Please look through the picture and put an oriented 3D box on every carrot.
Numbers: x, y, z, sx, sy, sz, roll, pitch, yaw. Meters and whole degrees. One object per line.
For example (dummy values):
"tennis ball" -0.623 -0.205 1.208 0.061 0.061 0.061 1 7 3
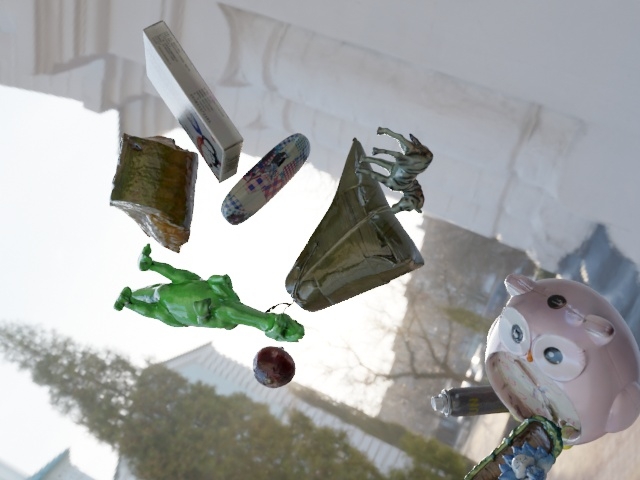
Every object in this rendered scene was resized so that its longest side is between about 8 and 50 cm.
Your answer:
"carrot" -0.470 -0.143 1.987 0.241 0.241 0.341 18 -101 -75

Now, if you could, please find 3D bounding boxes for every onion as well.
"onion" -0.130 0.352 1.969 0.131 0.131 0.131 -58 -18 -31

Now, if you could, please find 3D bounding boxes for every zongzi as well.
"zongzi" 0.000 0.000 1.839 0.447 0.418 0.181 -26 -19 14

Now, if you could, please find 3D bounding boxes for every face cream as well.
"face cream" 0.420 0.403 1.779 0.073 0.283 0.073 178 90 -81

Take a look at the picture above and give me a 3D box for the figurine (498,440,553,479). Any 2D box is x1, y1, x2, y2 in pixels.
"figurine" 0.401 0.450 1.398 0.079 0.114 0.114 41 -112 -35

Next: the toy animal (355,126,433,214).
"toy animal" 0.167 -0.161 1.623 0.255 0.170 0.090 87 -164 -63

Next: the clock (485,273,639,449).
"clock" 0.541 0.245 1.555 0.250 0.368 0.377 -37 -46 -21

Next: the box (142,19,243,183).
"box" -0.311 -0.328 1.701 0.069 0.353 0.214 -33 -8 -18

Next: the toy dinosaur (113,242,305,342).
"toy dinosaur" -0.246 0.141 1.515 0.500 0.374 0.144 148 141 -74

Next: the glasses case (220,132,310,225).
"glasses case" -0.150 -0.171 1.965 0.327 0.076 0.125 -45 -22 -12

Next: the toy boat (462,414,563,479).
"toy boat" 0.391 0.482 1.486 0.293 0.108 0.099 -43 -42 13
